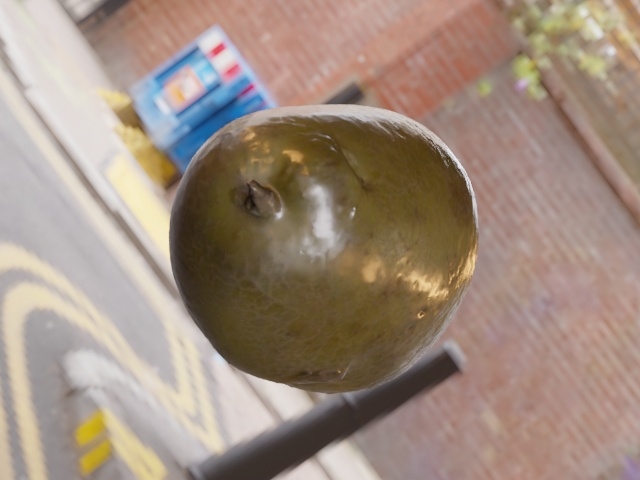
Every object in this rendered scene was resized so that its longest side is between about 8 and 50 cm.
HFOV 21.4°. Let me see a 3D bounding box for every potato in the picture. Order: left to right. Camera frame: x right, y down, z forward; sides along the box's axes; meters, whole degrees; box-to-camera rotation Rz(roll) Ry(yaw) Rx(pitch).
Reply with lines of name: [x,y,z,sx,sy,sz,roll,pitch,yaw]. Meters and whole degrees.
potato: [0.000,0.000,0.990,0.159,0.174,0.251,10,-7,22]
